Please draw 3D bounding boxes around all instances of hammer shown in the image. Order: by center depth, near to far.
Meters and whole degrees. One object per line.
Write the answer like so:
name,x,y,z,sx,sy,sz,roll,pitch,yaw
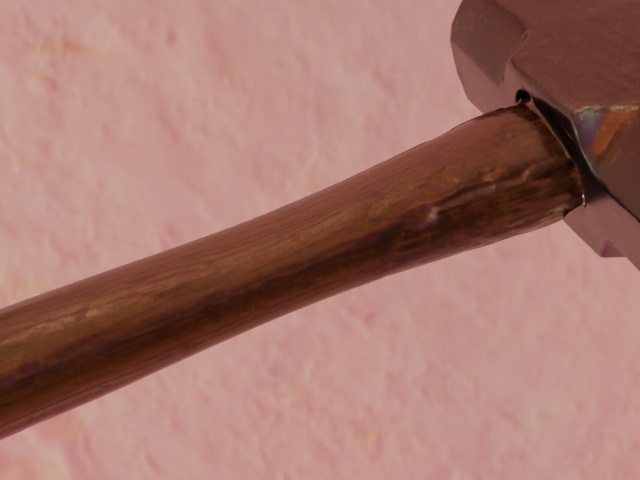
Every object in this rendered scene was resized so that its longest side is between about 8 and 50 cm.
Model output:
hammer,0.000,0.000,0.662,0.409,0.242,0.095,-20,122,-7
